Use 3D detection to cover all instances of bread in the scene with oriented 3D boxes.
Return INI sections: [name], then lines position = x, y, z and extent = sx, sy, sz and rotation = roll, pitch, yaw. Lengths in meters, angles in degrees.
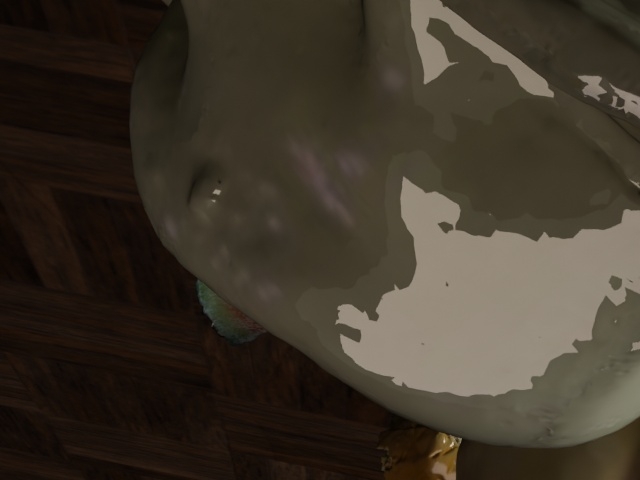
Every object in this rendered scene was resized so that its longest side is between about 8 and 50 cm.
[bread]
position = 0.117, 0.177, 1.151
extent = 0.125, 0.082, 0.106
rotation = 24, 161, -17

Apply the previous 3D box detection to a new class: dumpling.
[dumpling]
position = 0.033, -0.067, 0.552
extent = 0.315, 0.233, 0.395
rotation = 43, 174, 8

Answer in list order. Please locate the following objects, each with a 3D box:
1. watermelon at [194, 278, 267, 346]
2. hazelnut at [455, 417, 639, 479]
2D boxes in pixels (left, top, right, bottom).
[watermelon]
position = 0.000, 0.000, 0.832
extent = 0.139, 0.071, 0.187
rotation = 8, 149, -6
[hazelnut]
position = 0.195, 0.152, 0.849
extent = 0.261, 0.261, 0.241
rotation = 5, 124, 19
